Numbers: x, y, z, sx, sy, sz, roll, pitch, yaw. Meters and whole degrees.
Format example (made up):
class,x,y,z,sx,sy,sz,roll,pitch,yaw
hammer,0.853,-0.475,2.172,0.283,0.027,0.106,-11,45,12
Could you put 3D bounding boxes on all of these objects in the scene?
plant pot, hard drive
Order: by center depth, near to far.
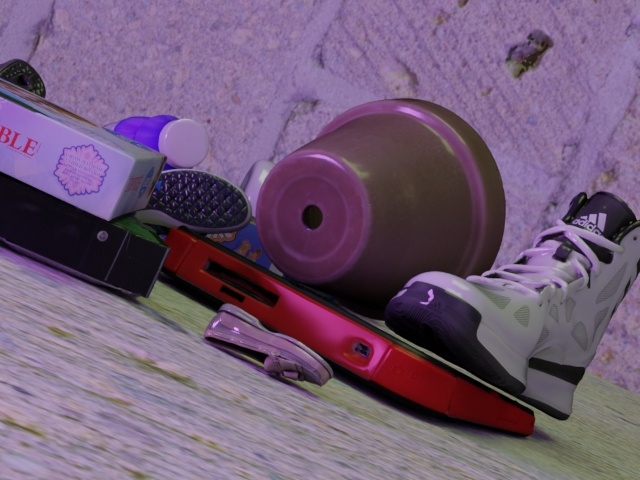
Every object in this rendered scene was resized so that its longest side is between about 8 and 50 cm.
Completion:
class,x,y,z,sx,sy,sz,roll,pitch,yaw
hard drive,-0.324,-0.051,1.751,0.339,0.064,0.237,23,4,-19
plant pot,0.048,-0.034,2.068,0.263,0.263,0.229,27,15,27

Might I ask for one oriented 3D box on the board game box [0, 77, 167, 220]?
class,x,y,z,sx,sy,sz,roll,pitch,yaw
board game box,-0.315,-0.118,1.757,0.318,0.066,0.318,25,3,-2

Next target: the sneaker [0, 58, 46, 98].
class,x,y,z,sx,sy,sz,roll,pitch,yaw
sneaker,-0.426,-0.130,2.130,0.087,0.130,0.227,51,34,-3

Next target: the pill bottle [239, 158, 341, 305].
class,x,y,z,sx,sy,sz,roll,pitch,yaw
pill bottle,0.000,0.000,2.577,0.264,0.146,0.146,24,4,-8

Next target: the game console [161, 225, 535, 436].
class,x,y,z,sx,sy,sz,roll,pitch,yaw
game console,0.026,0.107,2.011,0.387,0.060,0.342,28,-2,28

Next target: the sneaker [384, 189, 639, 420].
class,x,y,z,sx,sy,sz,roll,pitch,yaw
sneaker,0.228,0.036,2.027,0.169,0.257,0.447,27,-1,25

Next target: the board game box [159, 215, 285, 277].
class,x,y,z,sx,sy,sz,roll,pitch,yaw
board game box,-0.227,-0.049,2.280,0.347,0.078,0.233,22,4,-40

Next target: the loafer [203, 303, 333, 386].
class,x,y,z,sx,sy,sz,roll,pitch,yaw
loafer,-0.049,0.103,1.650,0.125,0.039,0.045,29,-28,21

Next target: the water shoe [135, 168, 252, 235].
class,x,y,z,sx,sy,sz,roll,pitch,yaw
water shoe,-0.179,-0.039,2.063,0.203,0.073,0.080,6,-18,-3

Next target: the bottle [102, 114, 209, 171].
class,x,y,z,sx,sy,sz,roll,pitch,yaw
bottle,-0.243,-0.121,2.534,0.118,0.092,0.283,19,-12,-26
